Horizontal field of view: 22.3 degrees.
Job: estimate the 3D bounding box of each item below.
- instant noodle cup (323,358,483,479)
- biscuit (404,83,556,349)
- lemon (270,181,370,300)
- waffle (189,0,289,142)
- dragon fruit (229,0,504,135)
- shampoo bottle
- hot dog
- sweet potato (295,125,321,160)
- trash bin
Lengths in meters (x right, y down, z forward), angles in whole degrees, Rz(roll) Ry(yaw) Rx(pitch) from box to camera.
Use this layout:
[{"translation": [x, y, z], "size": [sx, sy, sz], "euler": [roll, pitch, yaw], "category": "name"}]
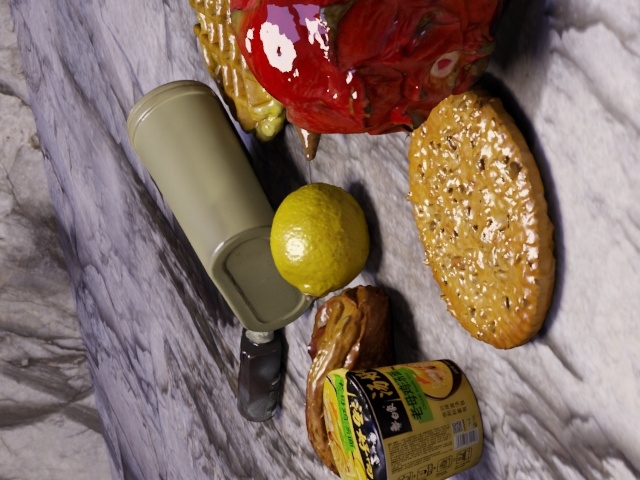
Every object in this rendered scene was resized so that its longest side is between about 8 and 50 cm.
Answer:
[{"translation": [0.084, 0.188, 1.611], "size": [0.151, 0.122, 0.151], "euler": [170, 90, -71], "category": "instant noodle cup"}, {"translation": [0.137, -0.021, 1.453], "size": [0.254, 0.035, 0.253], "euler": [166, 90, -70], "category": "biscuit"}, {"translation": [0.000, 0.000, 1.741], "size": [0.109, 0.109, 0.133], "euler": [144, 136, -69], "category": "lemon"}, {"translation": [-0.095, -0.268, 1.915], "size": [0.281, 0.058, 0.300], "euler": [97, 153, -42], "category": "waffle"}, {"translation": [0.037, -0.202, 1.353], "size": [0.241, 0.241, 0.252], "euler": [119, 147, -62], "category": "dragon fruit"}, {"translation": [-0.076, 0.154, 2.125], "size": [0.207, 0.064, 0.057], "euler": [96, 163, -46], "category": "shampoo bottle"}, {"translation": [0.036, 0.157, 1.738], "size": [0.160, 0.099, 0.226], "euler": [-70, -26, -69], "category": "hot dog"}, {"translation": [-0.010, -0.225, 1.703], "size": [0.067, 0.059, 0.281], "euler": [37, 137, 47], "category": "sweet potato"}, {"translation": [-0.116, -0.040, 1.954], "size": [0.247, 0.121, 0.243], "euler": [59, 178, 34], "category": "trash bin"}]
